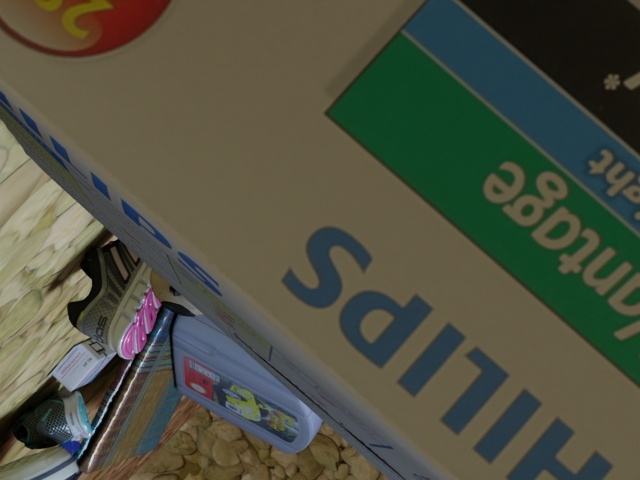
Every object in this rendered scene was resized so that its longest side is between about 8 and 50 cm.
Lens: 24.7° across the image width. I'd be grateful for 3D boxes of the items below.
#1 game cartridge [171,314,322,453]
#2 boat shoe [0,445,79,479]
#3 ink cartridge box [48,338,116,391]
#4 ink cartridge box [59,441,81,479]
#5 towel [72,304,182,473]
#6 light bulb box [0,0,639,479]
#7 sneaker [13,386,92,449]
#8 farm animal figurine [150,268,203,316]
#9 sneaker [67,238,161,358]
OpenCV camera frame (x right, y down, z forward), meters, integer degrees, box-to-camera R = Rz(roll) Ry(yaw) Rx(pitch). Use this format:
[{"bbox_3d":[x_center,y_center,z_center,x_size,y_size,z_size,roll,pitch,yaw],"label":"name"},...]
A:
[{"bbox_3d":[-0.085,0.177,1.782,0.294,0.196,0.060,99,17,-68],"label":"game cartridge"},{"bbox_3d":[-0.365,0.373,1.622,0.186,0.156,0.500,-20,159,-38],"label":"boat shoe"},{"bbox_3d":[-0.253,0.132,1.554,0.048,0.028,0.083,-48,175,10],"label":"ink cartridge box"},{"bbox_3d":[-0.400,0.365,2.091,0.097,0.046,0.207,-42,173,-40],"label":"ink cartridge box"},{"bbox_3d":[-0.201,0.153,1.815,0.271,0.040,0.370,-64,174,-1],"label":"towel"},{"bbox_3d":[0.035,-0.039,0.680,0.225,0.358,0.361,-49,177,-8],"label":"light bulb box"},{"bbox_3d":[-0.299,0.197,1.589,0.076,0.065,0.166,-16,174,-18],"label":"sneaker"},{"bbox_3d":[0.000,0.000,1.260,0.327,0.330,0.172,-116,-142,-56],"label":"farm animal figurine"},{"bbox_3d":[-0.162,0.015,1.233,0.063,0.074,0.170,85,23,-62],"label":"sneaker"}]
